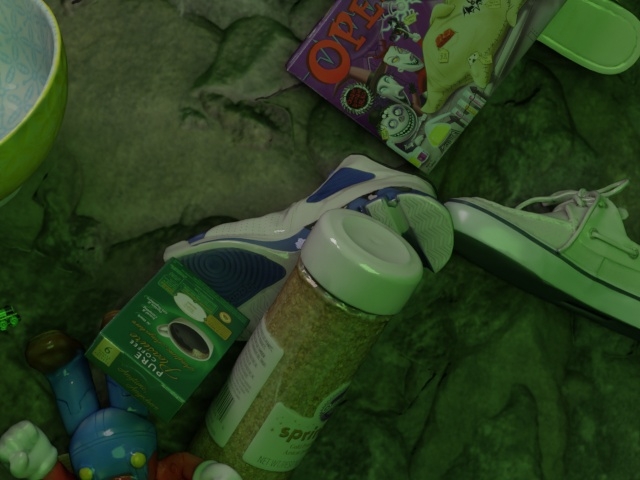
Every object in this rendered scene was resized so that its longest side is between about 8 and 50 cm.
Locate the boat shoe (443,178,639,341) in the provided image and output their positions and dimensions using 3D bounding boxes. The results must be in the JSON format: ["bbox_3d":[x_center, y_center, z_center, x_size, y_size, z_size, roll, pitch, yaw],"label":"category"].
[{"bbox_3d":[0.307,-0.003,1.968,0.367,0.136,0.156,24,81,-18],"label":"boat shoe"}]

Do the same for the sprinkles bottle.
[{"bbox_3d":[-0.029,0.138,1.778,0.121,0.121,0.355,25,115,-15],"label":"sprinkles bottle"}]

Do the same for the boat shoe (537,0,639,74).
[{"bbox_3d":[0.237,-0.298,1.980,0.305,0.091,0.109,31,107,-13],"label":"boat shoe"}]

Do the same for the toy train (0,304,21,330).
[{"bbox_3d":[-0.360,0.091,1.818,0.083,0.017,0.024,-21,83,-17],"label":"toy train"}]

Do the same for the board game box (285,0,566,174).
[{"bbox_3d":[0.146,-0.269,1.908,0.208,0.056,0.347,36,101,-9],"label":"board game box"}]

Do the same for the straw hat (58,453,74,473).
[{"bbox_3d":[-0.269,0.301,1.813,0.144,0.061,0.144,18,58,-32],"label":"straw hat"}]

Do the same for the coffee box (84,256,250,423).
[{"bbox_3d":[-0.155,0.099,1.753,0.113,0.184,0.040,39,121,-2],"label":"coffee box"}]

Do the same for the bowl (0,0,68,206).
[{"bbox_3d":[-0.376,-0.113,1.731,0.289,0.289,0.156,-36,142,-15],"label":"bowl"}]

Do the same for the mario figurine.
[{"bbox_3d":[-0.202,0.228,1.736,0.170,0.198,0.320,6,59,-51],"label":"mario figurine"}]

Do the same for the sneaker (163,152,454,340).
[{"bbox_3d":[0.001,0.000,1.880,0.315,0.182,0.127,-16,109,13],"label":"sneaker"}]
